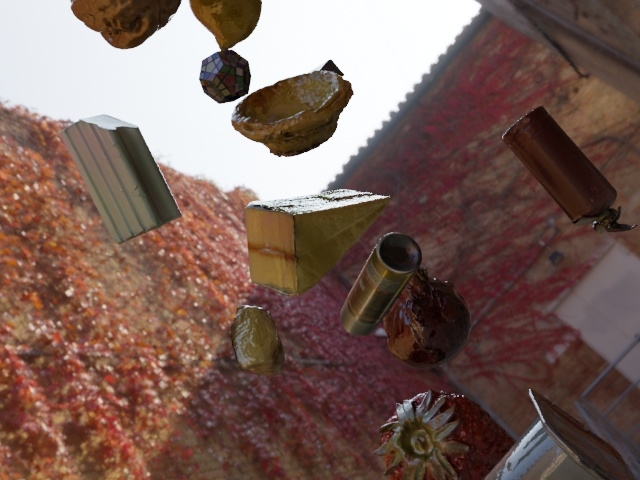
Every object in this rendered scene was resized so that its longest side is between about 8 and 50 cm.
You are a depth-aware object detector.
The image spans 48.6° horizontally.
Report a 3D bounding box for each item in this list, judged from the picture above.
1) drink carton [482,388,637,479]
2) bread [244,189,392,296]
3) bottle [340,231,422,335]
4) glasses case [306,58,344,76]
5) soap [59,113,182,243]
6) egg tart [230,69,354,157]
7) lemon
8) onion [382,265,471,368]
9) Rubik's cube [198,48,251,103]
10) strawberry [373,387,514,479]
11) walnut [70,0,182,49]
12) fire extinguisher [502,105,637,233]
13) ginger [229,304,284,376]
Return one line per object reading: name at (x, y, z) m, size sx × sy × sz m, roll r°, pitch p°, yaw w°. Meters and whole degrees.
drink carton at (0.343, 0.367, 1.074) m, size 0.189 × 0.185 × 0.191 m, roll -49°, pitch 5°, yaw 12°
bread at (0.003, -0.002, 1.383) m, size 0.264 × 0.168 × 0.163 m, roll -11°, pitch -74°, yaw -34°
bottle at (0.103, 0.088, 1.290) m, size 0.082 × 0.082 × 0.286 m, roll -31°, pitch -18°, yaw -26°
glasses case at (-0.060, -0.420, 1.950) m, size 0.105 × 0.056 × 0.266 m, roll -27°, pitch 7°, yaw -39°
soap at (-0.451, -0.149, 1.603) m, size 0.173 × 0.289 × 0.095 m, roll -19°, pitch 10°, yaw 39°
egg tart at (-0.056, -0.269, 1.543) m, size 0.294 × 0.294 × 0.123 m, roll -33°, pitch -56°, yaw -23°
lemon at (-0.235, -0.597, 1.758) m, size 0.187 × 0.187 × 0.244 m, roll -23°, pitch -60°, yaw -37°
onion at (0.286, 0.205, 1.836) m, size 0.221 × 0.280 × 0.281 m, roll -16°, pitch -9°, yaw 34°
Rubik's cube at (-0.190, -0.329, 1.424) m, size 0.111 × 0.093 × 0.111 m, roll 4°, pitch -90°, yaw -79°
strawberry at (0.309, 0.516, 1.724) m, size 0.292 × 0.292 × 0.343 m, roll -48°, pitch -43°, yaw 4°
walnut at (-0.429, -0.541, 1.552) m, size 0.225 × 0.257 × 0.257 m, roll -13°, pitch -41°, yaw -48°
fire extinguisher at (0.447, -0.113, 1.267) m, size 0.105 × 0.269 × 0.105 m, roll -35°, pitch -11°, yaw -8°
ginger at (-0.150, 0.251, 1.763) m, size 0.115 × 0.193 × 0.122 m, roll -20°, pitch -39°, yaw 6°
